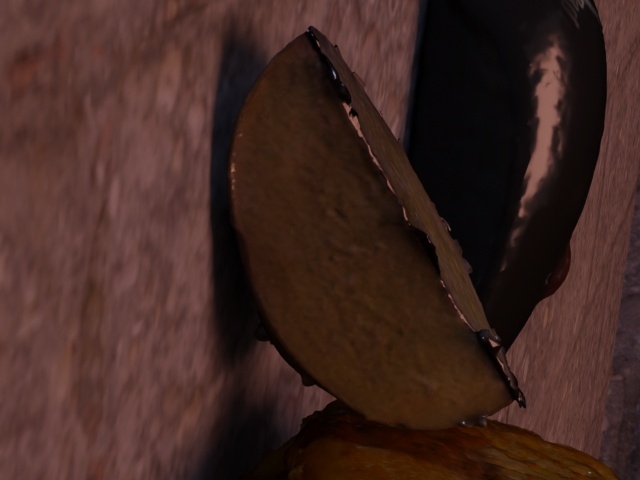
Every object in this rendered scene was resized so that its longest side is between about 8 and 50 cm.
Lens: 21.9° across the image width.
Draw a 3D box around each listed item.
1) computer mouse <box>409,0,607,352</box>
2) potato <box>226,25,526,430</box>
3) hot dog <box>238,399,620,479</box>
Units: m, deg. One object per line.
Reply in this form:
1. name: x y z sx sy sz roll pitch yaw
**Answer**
1. computer mouse: 0.112 -0.058 0.957 0.170 0.100 0.269 -27 125 -70
2. potato: 0.000 0.000 0.641 0.172 0.089 0.100 57 11 -23
3. hot dog: 0.034 0.148 0.675 0.256 0.153 0.150 -10 112 -73
